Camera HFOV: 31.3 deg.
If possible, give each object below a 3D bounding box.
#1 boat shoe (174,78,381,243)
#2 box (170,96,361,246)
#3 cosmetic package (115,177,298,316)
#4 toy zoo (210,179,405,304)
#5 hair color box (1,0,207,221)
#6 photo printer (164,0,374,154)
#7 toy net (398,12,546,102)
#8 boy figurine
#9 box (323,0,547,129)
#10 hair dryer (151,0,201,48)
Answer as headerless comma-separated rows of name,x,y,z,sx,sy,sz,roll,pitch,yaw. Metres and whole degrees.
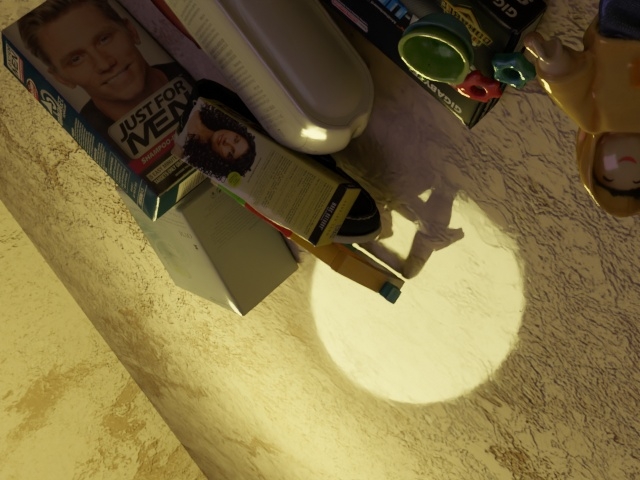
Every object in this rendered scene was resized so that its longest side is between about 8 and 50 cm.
boat shoe,-0.054,-0.116,1.517,0.340,0.127,0.113,35,130,30
box,-0.070,-0.088,1.436,0.232,0.087,0.058,31,-168,15
cosmetic package,-0.188,-0.020,1.883,0.224,0.138,0.225,18,144,51
toy zoo,0.000,0.000,1.589,0.293,0.030,0.192,35,-175,30
hair color box,-0.301,-0.217,1.721,0.347,0.174,0.105,45,157,7
photo printer,-0.063,-0.232,1.306,0.307,0.107,0.256,52,171,-8
toy net,0.184,-0.138,1.031,0.232,0.045,0.122,20,154,10
boy figurine,0.248,-0.133,0.888,0.285,0.177,0.092,96,172,-50
box,0.102,-0.235,1.117,0.220,0.051,0.175,43,157,11
hair dryer,-0.227,-0.374,1.504,0.293,0.080,0.223,51,174,8
